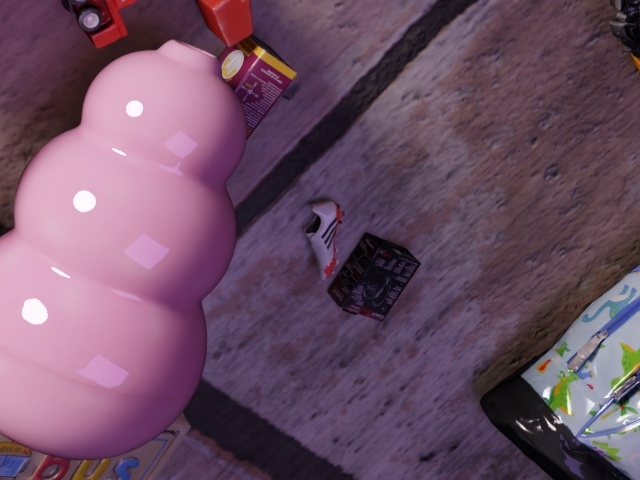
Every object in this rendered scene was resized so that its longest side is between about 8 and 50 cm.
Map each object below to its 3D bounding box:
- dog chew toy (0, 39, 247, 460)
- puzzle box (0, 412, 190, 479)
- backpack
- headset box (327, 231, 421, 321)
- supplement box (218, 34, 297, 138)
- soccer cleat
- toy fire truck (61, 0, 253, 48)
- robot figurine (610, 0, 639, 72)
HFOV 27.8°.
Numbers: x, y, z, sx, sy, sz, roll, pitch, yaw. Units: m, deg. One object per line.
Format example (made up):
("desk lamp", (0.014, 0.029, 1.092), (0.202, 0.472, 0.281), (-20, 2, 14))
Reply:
("dog chew toy", (-0.161, 0.002, 1.025), (0.206, 0.206, 0.332), (16, 101, -38))
("puzzle box", (-0.331, 0.234, 1.135), (0.408, 0.052, 0.272), (14, 115, -49))
("backpack", (0.411, 0.153, 1.480), (0.355, 0.273, 0.290), (-51, 126, -8))
("headset box", (0.052, 0.041, 1.303), (0.062, 0.032, 0.083), (20, 110, -39))
("supplement box", (-0.068, -0.129, 1.097), (0.043, 0.055, 0.083), (30, 102, -40))
("soccer cleat", (0.000, 0.000, 1.248), (0.035, 0.029, 0.083), (-2, 119, -20))
("toy fire truck", (-0.139, -0.218, 0.996), (0.135, 0.047, 0.192), (-30, 131, -11))
("robot figurine", (0.377, -0.238, 1.273), (0.211, 0.085, 0.291), (-41, 133, -1))
